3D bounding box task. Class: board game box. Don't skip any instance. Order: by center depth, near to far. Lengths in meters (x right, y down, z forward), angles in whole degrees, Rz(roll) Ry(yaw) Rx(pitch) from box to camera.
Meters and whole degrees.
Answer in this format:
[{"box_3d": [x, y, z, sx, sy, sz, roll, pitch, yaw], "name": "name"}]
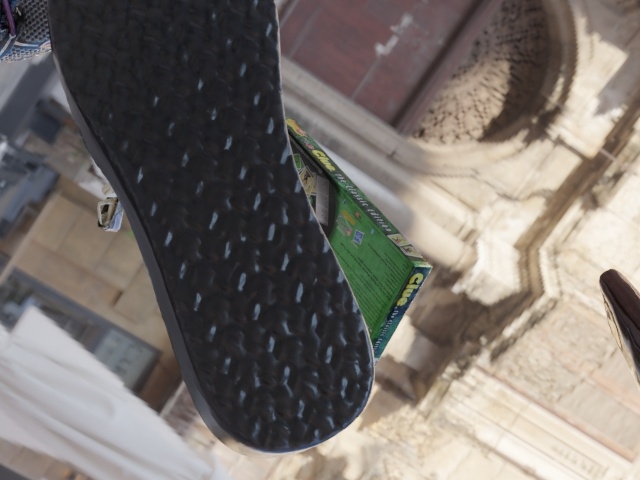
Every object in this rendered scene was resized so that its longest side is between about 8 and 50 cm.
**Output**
[{"box_3d": [0.000, 0.000, 0.989, 0.259, 0.030, 0.136, 51, -58, 39], "name": "board game box"}]

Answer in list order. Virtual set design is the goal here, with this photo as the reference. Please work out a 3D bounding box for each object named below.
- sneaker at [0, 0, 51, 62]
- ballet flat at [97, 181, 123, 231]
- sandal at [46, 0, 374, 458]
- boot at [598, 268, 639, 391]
[{"box_3d": [-0.374, -0.206, 0.982, 0.112, 0.299, 0.120, -116, -163, -54], "name": "sneaker"}, {"box_3d": [-0.290, -0.058, 1.397, 0.041, 0.041, 0.114, -80, -169, -58], "name": "ballet flat"}, {"box_3d": [-0.095, -0.057, 0.733, 0.107, 0.168, 0.445, 140, -64, -66], "name": "sandal"}, {"box_3d": [0.285, 0.100, 0.832, 0.090, 0.248, 0.207, -32, -131, 5], "name": "boot"}]
